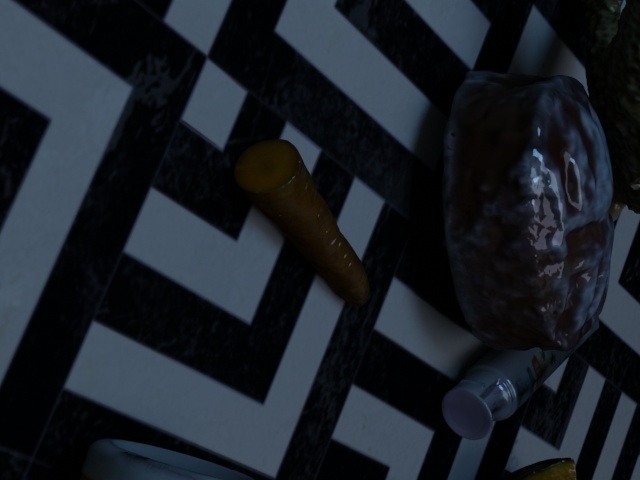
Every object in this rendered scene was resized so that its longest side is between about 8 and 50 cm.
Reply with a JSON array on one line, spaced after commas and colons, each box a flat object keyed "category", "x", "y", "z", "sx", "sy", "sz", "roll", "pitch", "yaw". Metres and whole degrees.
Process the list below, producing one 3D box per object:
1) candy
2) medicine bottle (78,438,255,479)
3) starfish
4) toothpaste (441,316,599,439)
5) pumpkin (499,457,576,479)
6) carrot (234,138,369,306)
[{"category": "candy", "x": 0.210, "y": -0.027, "z": 1.282, "sx": 0.214, "sy": 0.157, "sz": 0.289, "roll": -41, "pitch": 126, "yaw": -47}, {"category": "medicine bottle", "x": -0.138, "y": 0.282, "z": 0.961, "sx": 0.144, "sy": 0.144, "sz": 0.252, "roll": 22, "pitch": 80, "yaw": -51}, {"category": "starfish", "x": 0.312, "y": -0.171, "z": 1.345, "sx": 0.432, "sy": 0.082, "sz": 0.324, "roll": -11, "pitch": 90, "yaw": -84}, {"category": "toothpaste", "x": 0.240, "y": 0.118, "z": 1.443, "sx": 0.323, "sy": 0.066, "sz": 0.100, "roll": -33, "pitch": 124, "yaw": -47}, {"category": "pumpkin", "x": 0.214, "y": 0.356, "z": 1.453, "sx": 0.148, "sy": 0.169, "sz": 0.312, "roll": -7, "pitch": 108, "yaw": -5}, {"category": "carrot", "x": 0.000, "y": 0.000, "z": 1.128, "sx": 0.057, "sy": 0.057, "sz": 0.224, "roll": -60, "pitch": 141, "yaw": -21}]
